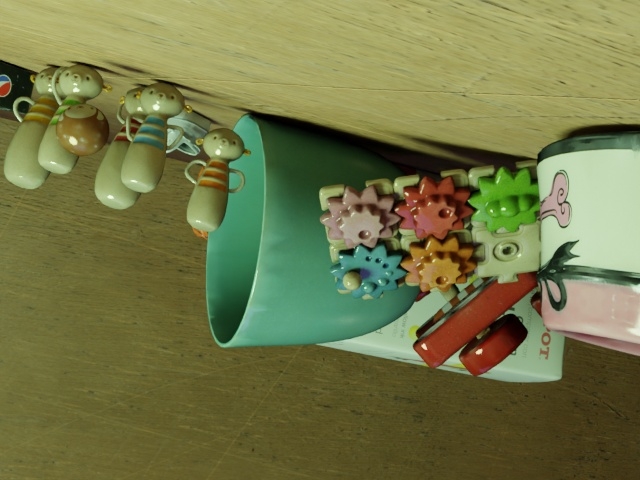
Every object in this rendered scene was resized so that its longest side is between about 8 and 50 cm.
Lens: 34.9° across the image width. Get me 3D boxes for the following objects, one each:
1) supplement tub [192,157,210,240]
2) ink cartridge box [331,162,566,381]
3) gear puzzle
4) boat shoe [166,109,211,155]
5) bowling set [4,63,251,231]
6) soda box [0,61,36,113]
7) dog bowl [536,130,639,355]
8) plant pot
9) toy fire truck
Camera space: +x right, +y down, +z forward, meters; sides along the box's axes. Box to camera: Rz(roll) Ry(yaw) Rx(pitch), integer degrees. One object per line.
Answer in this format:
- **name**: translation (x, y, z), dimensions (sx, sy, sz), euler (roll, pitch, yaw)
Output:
- **supplement tub**: translation (-0.053, -0.048, 1.875), dimensions (0.338, 0.207, 0.207), euler (13, -179, 16)
- **ink cartridge box**: translation (0.189, 0.053, 1.577), dimensions (0.384, 0.279, 0.160), euler (13, 169, -19)
- **gear puzzle**: translation (0.174, -0.003, 1.108), dimensions (0.339, 0.175, 0.044), euler (-7, -138, 4)
- **boat shoe**: translation (-0.208, -0.152, 1.402), dimensions (0.066, 0.063, 0.184), euler (13, -179, 11)
- **bowling set**: translation (-0.217, -0.132, 1.127), dimensions (0.287, 0.154, 0.200), euler (14, 162, -2)
- **soda box**: translation (-0.441, -0.205, 1.282), dimensions (0.053, 0.060, 0.169), euler (14, -179, 29)
- **dog bowl**: translation (0.364, 0.039, 0.827), dimensions (0.408, 0.150, 0.408), euler (14, 175, 1)
- **plant pot**: translation (0.000, 0.000, 1.302), dimensions (0.235, 0.293, 0.293), euler (7, -178, -17)
- **toy fire truck**: translation (0.246, 0.052, 1.320), dimensions (0.169, 0.302, 0.254), euler (52, -178, 2)
